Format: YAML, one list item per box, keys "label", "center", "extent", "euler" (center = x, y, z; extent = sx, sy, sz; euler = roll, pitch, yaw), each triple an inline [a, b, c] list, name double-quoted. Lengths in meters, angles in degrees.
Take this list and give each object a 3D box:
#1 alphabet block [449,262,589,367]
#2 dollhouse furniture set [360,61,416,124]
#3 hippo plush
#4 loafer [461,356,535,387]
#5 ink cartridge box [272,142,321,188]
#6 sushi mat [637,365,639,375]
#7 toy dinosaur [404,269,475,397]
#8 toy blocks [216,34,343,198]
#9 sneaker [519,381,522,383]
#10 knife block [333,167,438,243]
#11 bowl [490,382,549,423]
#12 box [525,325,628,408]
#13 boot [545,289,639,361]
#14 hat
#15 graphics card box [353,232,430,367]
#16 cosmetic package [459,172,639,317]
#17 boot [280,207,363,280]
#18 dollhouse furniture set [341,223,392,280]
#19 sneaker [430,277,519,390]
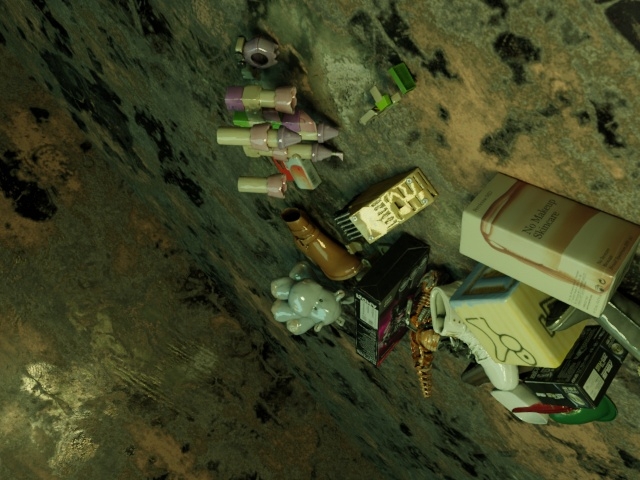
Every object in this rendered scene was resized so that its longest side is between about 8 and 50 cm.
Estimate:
- label: "alphabet block"
  center: [0.443, 0.142, 1.291]
  extent: [0.197, 0.193, 0.192]
  euler: [51, 155, -13]
- label: "dollhouse furniture set"
  center: [0.134, -0.308, 1.234]
  extent: [0.058, 0.076, 0.152]
  euler: [59, 151, 0]
- label: "hippo plush"
  center: [-0.028, 0.223, 1.882]
  extent: [0.294, 0.234, 0.236]
  euler: [33, -176, -10]
- label: "loafer"
  center: [0.495, 0.335, 1.559]
  extent: [0.130, 0.134, 0.366]
  euler: [41, 153, 8]
- label: "ink cartridge box"
  center: [-0.094, -0.221, 1.712]
  extent: [0.179, 0.045, 0.145]
  euler: [6, 134, 48]
- label: "sushi mat"
  center: [0.727, 0.358, 1.161]
  extent: [0.151, 0.019, 0.316]
  euler: [64, -173, -1]
- label: "toy dinosaur"
  center: [0.311, 0.248, 1.581]
  extent: [0.164, 0.218, 0.322]
  euler: [-129, 52, -60]
- label: "toy blocks"
  center: [-0.078, -0.296, 1.446]
  extent: [0.260, 0.309, 0.288]
  euler: [3, 156, 8]
- label: "sneaker"
  center: [0.544, 0.431, 1.702]
  extent: [0.051, 0.070, 0.134]
  euler: [35, 151, 23]
- label: "knife block"
  center: [0.157, -0.099, 1.504]
  extent: [0.276, 0.242, 0.088]
  euler: [-35, 104, 18]
- label: "bowl"
  center: [0.559, 0.444, 1.622]
  extent: [0.142, 0.053, 0.142]
  euler: [40, 161, 2]
- label: "box"
  center: [0.576, 0.281, 1.314]
  extent: [0.077, 0.180, 0.147]
  euler: [50, 153, -10]
- label: "boot"
  center: [0.581, 0.178, 1.167]
  extent: [0.208, 0.189, 0.076]
  euler: [48, 170, 3]
- label: "hat"
  center: [0.621, 0.463, 1.506]
  extent: [0.208, 0.183, 0.173]
  euler: [29, 150, 29]
- label: "graphics card box"
  center: [0.197, 0.177, 1.652]
  extent: [0.094, 0.233, 0.371]
  euler: [32, 150, 27]
- label: "cosmetic package"
  center: [0.440, 0.001, 1.142]
  extent: [0.296, 0.153, 0.129]
  euler: [26, 147, 30]
- label: "boot"
  center: [0.000, 0.000, 1.831]
  extent: [0.283, 0.109, 0.220]
  euler: [29, 157, 55]
- label: "dollhouse furniture set"
  center: [0.113, 0.033, 1.687]
  extent: [0.144, 0.123, 0.151]
  euler: [2, 131, 54]
- label: "sneaker"
  center: [0.362, 0.240, 1.434]
  extent: [0.108, 0.169, 0.292]
  euler: [-47, 57, 55]
